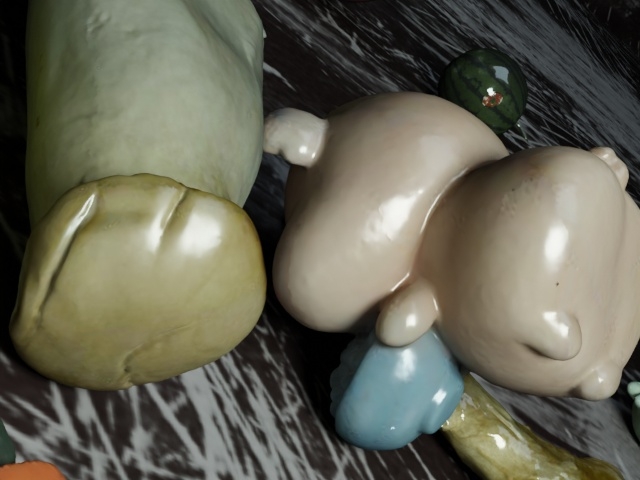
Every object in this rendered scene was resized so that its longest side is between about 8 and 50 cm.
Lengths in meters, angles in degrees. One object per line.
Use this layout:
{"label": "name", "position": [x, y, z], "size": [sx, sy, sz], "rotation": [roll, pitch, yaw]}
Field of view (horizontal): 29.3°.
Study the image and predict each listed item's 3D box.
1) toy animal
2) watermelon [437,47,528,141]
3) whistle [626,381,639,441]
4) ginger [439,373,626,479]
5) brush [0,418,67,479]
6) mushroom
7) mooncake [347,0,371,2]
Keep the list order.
{"label": "toy animal", "position": [0.091, 0.002, 0.783], "size": [0.210, 0.221, 0.230], "rotation": [37, 38, -53]}
{"label": "watermelon", "position": [0.202, -0.166, 1.459], "size": [0.133, 0.105, 0.105], "rotation": [46, 23, -5]}
{"label": "whistle", "position": [0.390, 0.183, 1.270], "size": [0.253, 0.105, 0.102], "rotation": [12, 60, -56]}
{"label": "ginger", "position": [0.175, 0.196, 0.883], "size": [0.334, 0.081, 0.148], "rotation": [46, 43, -2]}
{"label": "brush", "position": [-0.082, 0.183, 0.460], "size": [0.323, 0.051, 0.070], "rotation": [53, 16, 16]}
{"label": "mushroom", "position": [-0.103, -0.081, 0.720], "size": [0.154, 0.137, 0.407], "rotation": [53, 19, -40]}
{"label": "mooncake", "position": [0.051, -0.424, 1.327], "size": [0.174, 0.333, 0.326], "rotation": [-29, 120, -66]}
